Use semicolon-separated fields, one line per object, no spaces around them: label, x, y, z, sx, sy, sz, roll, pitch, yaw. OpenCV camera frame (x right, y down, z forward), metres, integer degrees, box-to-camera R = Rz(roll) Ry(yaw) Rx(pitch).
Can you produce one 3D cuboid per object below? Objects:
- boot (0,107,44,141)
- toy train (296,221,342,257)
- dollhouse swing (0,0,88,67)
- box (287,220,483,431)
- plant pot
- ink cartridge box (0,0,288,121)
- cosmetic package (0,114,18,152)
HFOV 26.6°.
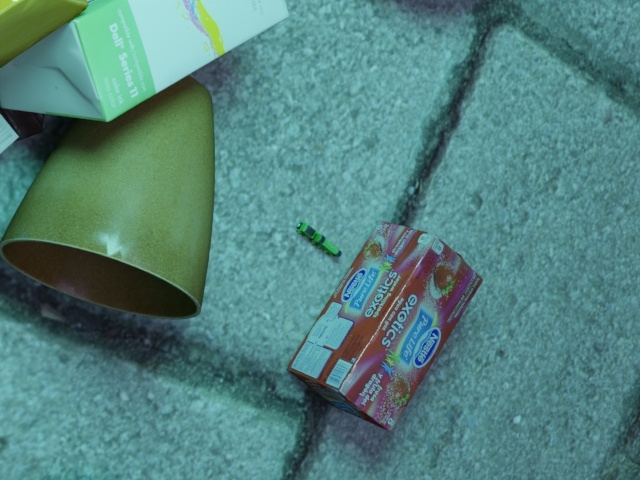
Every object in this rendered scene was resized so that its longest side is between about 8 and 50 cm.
boot;-0.340;-0.182;1.544;0.106;0.037;0.114;-49;126;-18
toy train;0.000;0.000;1.840;0.083;0.023;0.017;37;78;-35
dollhouse swing;-0.431;-0.311;1.173;0.315;0.305;0.347;-36;82;-8
box;0.089;0.114;1.865;0.122;0.128;0.257;41;75;-35
plant pot;-0.214;-0.067;1.560;0.237;0.237;0.254;31;68;-37
ink cartridge box;-0.184;-0.264;1.512;0.353;0.207;0.119;-36;123;-36
cosmetic package;-0.451;-0.073;1.467;0.239;0.060;0.099;-46;121;-20
